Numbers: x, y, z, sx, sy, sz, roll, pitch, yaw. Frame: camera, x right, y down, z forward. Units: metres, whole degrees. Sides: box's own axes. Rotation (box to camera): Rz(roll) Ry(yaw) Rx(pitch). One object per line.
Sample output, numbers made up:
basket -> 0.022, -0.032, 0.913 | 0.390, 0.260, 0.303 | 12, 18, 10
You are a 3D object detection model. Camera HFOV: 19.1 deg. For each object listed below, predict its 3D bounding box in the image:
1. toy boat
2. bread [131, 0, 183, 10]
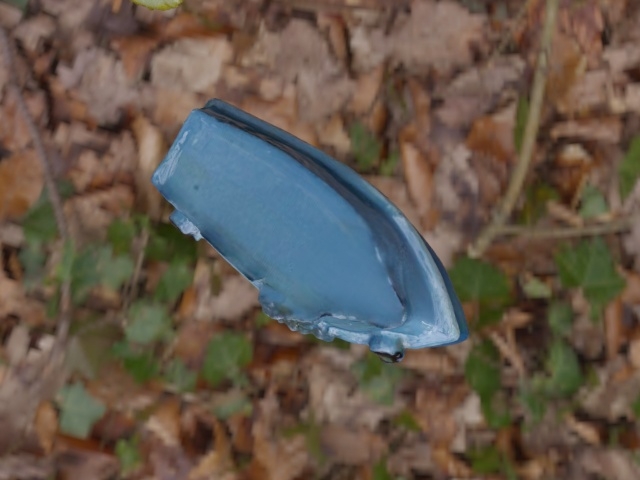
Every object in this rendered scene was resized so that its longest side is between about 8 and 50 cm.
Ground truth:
toy boat -> 0.000, 0.000, 1.250 | 0.238, 0.098, 0.109 | 37, 103, 27
bread -> -0.167, -0.319, 1.570 | 0.257, 0.124, 0.186 | 42, 145, -22
